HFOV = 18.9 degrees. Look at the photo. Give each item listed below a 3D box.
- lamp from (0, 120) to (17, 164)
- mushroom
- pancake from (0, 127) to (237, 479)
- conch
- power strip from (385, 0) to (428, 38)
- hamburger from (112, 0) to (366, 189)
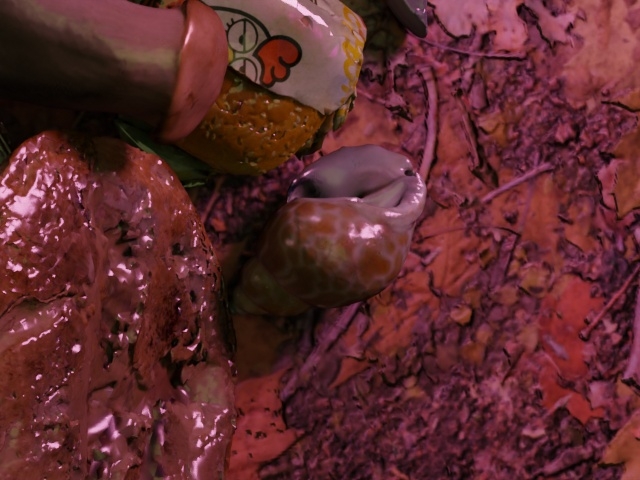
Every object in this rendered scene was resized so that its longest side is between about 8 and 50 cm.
[{"bbox_3d":[-0.311,-0.118,1.507,0.089,0.090,0.325,-33,98,-12],"label":"lamp"},{"bbox_3d":[-0.228,-0.161,1.393,0.328,0.159,0.122,14,63,-6],"label":"mushroom"},{"bbox_3d":[-0.177,0.106,1.442,0.082,0.387,0.387,-3,90,30],"label":"pancake"},{"bbox_3d":[0.015,0.000,1.581,0.116,0.106,0.173,30,63,10],"label":"conch"},{"bbox_3d":[0.110,-0.265,1.632,0.216,0.044,0.137,-32,96,-12],"label":"power strip"},{"bbox_3d":[-0.085,-0.132,1.543,0.214,0.125,0.235,42,85,-15],"label":"hamburger"}]
